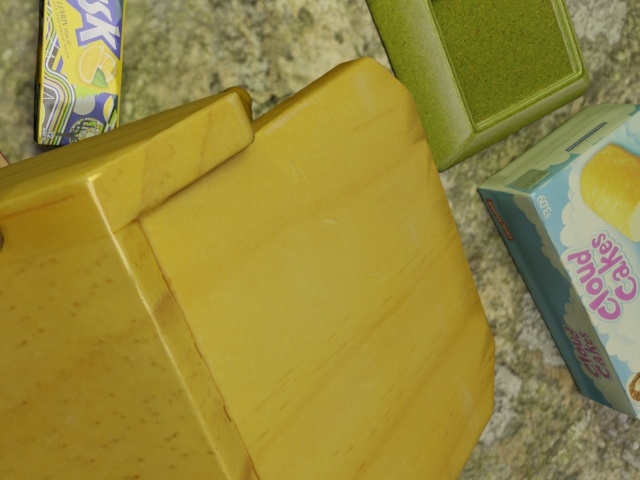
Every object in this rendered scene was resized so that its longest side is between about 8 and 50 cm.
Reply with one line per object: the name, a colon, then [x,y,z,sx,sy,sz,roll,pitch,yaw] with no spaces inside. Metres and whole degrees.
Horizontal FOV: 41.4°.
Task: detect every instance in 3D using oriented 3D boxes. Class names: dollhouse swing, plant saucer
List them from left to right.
dollhouse swing: [-0.076,0.083,0.563,0.315,0.305,0.346,-15,110,21]
plant saucer: [0.155,-0.180,0.754,0.188,0.045,0.188,-29,108,-15]

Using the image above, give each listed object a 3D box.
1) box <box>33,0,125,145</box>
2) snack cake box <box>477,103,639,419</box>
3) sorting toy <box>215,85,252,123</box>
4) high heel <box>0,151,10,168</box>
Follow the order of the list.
box: [-0.175,-0.153,0.618,0.059,0.054,0.168,2,97,-23]
snack cake box: [0.282,0.020,0.816,0.152,0.089,0.264,-36,110,-14]
sorting toy: [0.000,0.000,0.709,0.365,0.127,0.126,40,53,-26]
high heel: [-0.171,0.012,0.601,0.377,0.127,0.181,23,100,-21]
